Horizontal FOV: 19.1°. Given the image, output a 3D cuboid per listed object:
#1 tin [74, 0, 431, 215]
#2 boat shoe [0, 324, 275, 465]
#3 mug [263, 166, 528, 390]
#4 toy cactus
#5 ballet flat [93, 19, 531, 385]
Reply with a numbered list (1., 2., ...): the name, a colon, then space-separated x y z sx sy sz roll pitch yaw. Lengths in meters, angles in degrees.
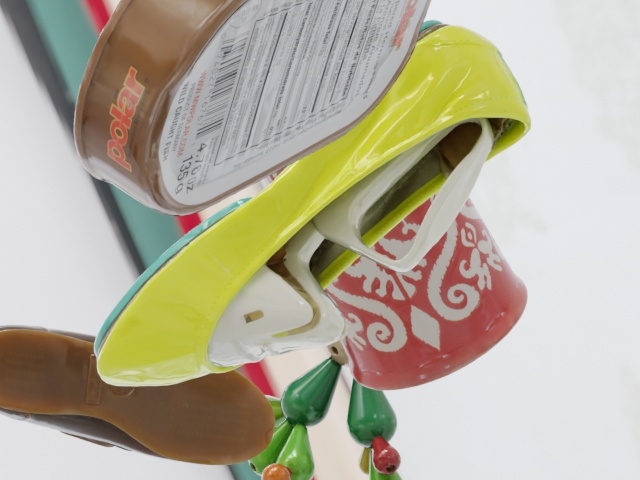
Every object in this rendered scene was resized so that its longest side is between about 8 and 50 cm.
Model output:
1. tin: -0.016 -0.072 0.694 0.040 0.190 0.106 36 -53 18
2. boat shoe: -0.134 0.098 1.236 0.073 0.207 0.073 158 -51 -71
3. mug: 0.024 -0.019 1.088 0.169 0.113 0.150 61 -13 -23
4. toy cactus: -0.004 0.097 1.395 0.219 0.180 0.112 43 12 28
5. ballet flat: 0.000 0.000 0.837 0.077 0.231 0.077 48 2 26
